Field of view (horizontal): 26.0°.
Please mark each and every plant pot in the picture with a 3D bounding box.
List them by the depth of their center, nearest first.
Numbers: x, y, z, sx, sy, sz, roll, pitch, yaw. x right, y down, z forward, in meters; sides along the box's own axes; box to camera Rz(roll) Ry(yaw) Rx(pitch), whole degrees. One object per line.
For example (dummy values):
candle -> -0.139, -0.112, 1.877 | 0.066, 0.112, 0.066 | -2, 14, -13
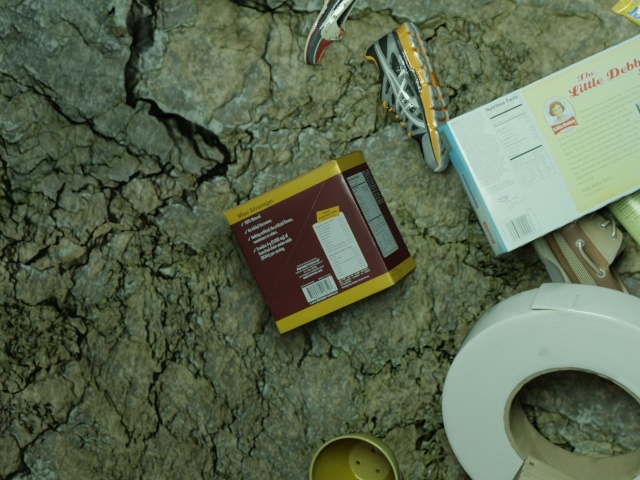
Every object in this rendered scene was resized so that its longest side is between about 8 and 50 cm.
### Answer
plant pot -> 0.062, 0.340, 2.055 | 0.134, 0.095, 0.134 | 3, 101, 18

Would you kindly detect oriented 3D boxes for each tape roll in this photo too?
tape roll -> 0.357, 0.237, 1.887 | 0.392, 0.072, 0.392 | 11, 123, 17

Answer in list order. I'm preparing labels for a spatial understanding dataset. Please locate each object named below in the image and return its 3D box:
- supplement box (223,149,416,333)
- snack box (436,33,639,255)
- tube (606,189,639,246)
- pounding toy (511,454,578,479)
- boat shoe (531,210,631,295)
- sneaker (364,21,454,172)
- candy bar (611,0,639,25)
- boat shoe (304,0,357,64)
supplement box -> 0.000, 0.000, 1.998 | 0.191, 0.129, 0.194 | -25, 91, 21
snack box -> 0.335, -0.131, 1.818 | 0.322, 0.060, 0.187 | -25, 89, -12
tube -> 0.420, -0.067, 1.892 | 0.240, 0.070, 0.062 | 53, 143, 6
pounding toy -> 0.351, 0.381, 1.875 | 0.206, 0.094, 0.181 | 27, 128, 5
boat shoe -> 0.358, 0.006, 1.897 | 0.116, 0.123, 0.324 | -21, 102, 16
sneaker -> 0.129, -0.195, 1.953 | 0.083, 0.084, 0.215 | -20, 83, 22
candy bar -> 0.468, -0.281, 1.857 | 0.161, 0.018, 0.040 | 36, 108, 10
boat shoe -> 0.018, -0.310, 1.984 | 0.043, 0.049, 0.137 | 27, 102, 10
